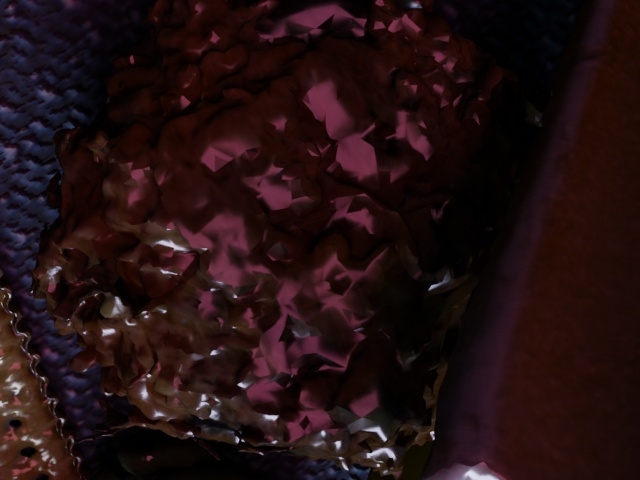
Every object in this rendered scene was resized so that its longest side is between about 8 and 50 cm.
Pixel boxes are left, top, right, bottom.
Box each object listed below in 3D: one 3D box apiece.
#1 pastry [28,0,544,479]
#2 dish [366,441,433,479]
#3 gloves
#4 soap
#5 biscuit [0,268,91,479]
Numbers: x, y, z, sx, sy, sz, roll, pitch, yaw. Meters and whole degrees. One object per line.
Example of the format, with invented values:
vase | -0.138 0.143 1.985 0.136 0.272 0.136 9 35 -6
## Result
pastry | 0.000 0.000 0.557 0.275 0.193 0.275 -7 116 -15
dish | 0.097 0.180 0.715 0.108 0.221 0.262 1 134 25
gloves | -0.057 0.194 0.684 0.107 0.135 0.268 -62 150 -32
soap | 0.165 0.070 0.550 0.156 0.335 0.293 8 134 21
biscuit | -0.215 0.084 0.624 0.144 0.016 0.203 -22 122 -9
